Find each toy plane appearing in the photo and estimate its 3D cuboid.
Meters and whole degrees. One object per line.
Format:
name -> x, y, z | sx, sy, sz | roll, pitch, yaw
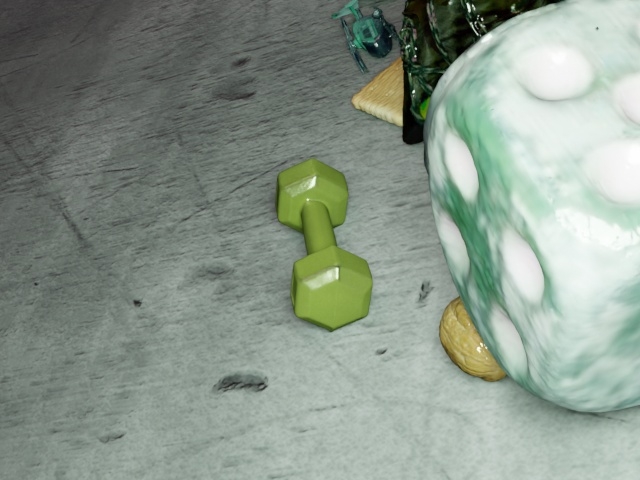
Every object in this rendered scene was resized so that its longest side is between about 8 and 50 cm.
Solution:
toy plane -> 0.086, -0.398, 2.049 | 0.096, 0.060, 0.235 | -35, 39, 14

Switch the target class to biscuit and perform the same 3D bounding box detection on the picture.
biscuit -> 0.184, -0.290, 1.871 | 0.249, 0.030, 0.160 | -41, 38, -16

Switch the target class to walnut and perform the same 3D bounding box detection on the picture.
walnut -> 0.200, 0.116, 1.321 | 0.105, 0.105, 0.124 | -32, 45, -4

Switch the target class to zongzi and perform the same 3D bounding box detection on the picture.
zongzi -> 0.321, -0.318, 1.696 | 0.383, 0.362, 0.319 | -24, 57, 58

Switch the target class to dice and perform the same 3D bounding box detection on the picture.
dice -> 0.317, -0.044, 1.163 | 0.330, 0.328, 0.348 | -19, 54, -11

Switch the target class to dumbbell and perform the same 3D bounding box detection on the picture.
dumbbell -> 0.000, 0.000, 1.580 | 0.108, 0.121, 0.302 | 1, 37, -9
